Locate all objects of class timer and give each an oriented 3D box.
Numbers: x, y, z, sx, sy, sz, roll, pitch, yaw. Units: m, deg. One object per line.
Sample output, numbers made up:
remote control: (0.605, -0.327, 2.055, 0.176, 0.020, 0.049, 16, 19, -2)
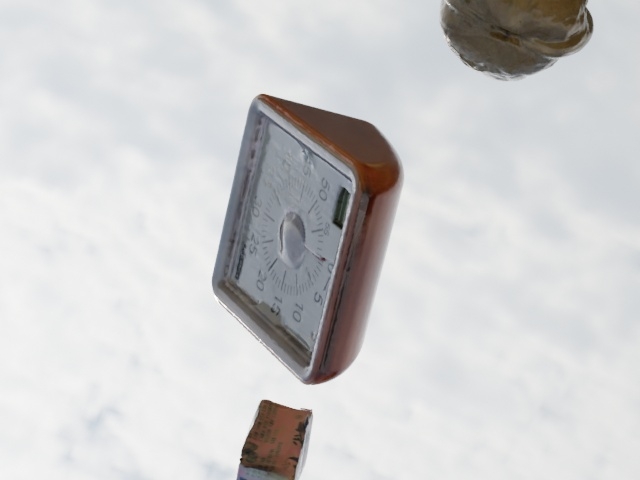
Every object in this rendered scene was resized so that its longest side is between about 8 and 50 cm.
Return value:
timer: (0.000, 0.000, 2.096, 0.161, 0.257, 0.250, 7, -159, -18)

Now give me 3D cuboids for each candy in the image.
candy: (-0.056, 0.259, 2.178, 0.073, 0.092, 0.160, 13, -153, 3)

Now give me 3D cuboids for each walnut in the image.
walnut: (0.174, -0.215, 1.676, 0.149, 0.166, 0.166, 27, -158, -1)
